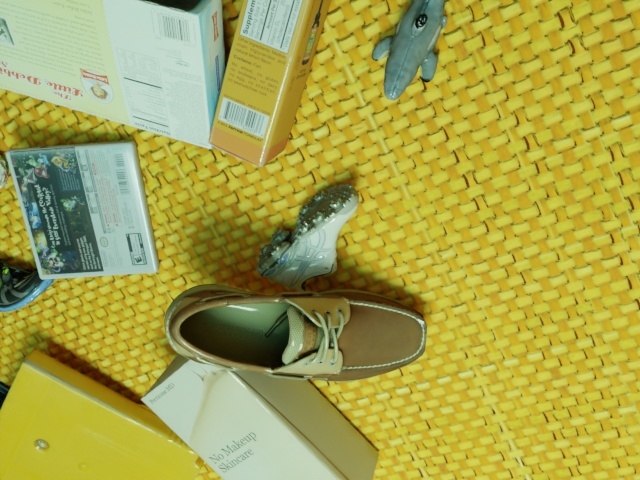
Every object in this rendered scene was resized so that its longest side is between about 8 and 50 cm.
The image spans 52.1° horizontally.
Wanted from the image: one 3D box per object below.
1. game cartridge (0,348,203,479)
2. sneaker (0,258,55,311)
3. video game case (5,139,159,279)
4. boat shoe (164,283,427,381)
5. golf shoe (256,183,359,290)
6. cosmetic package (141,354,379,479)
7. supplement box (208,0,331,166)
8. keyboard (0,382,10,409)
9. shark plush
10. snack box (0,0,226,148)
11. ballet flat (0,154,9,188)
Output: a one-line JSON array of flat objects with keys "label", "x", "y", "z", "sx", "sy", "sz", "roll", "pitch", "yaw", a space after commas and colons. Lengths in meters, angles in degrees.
[{"label": "game cartridge", "x": -0.378, "y": 0.357, "z": 1.078, "sx": 0.323, "sy": 0.053, "sz": 0.285, "roll": 30, "pitch": 116, "yaw": -8}, {"label": "sneaker", "x": -0.480, "y": 0.063, "z": 0.987, "sx": 0.188, "sy": 0.067, "sz": 0.078, "roll": -10, "pitch": 113, "yaw": 22}, {"label": "video game case", "x": -0.323, "y": -0.039, "z": 0.901, "sx": 0.173, "sy": 0.022, "sz": 0.190, "roll": -4, "pitch": 113, "yaw": 4}, {"label": "boat shoe", "x": -0.027, "y": 0.119, "z": 0.792, "sx": 0.323, "sy": 0.120, "sz": 0.123, "roll": 2, "pitch": 89, "yaw": -9}, {"label": "golf shoe", "x": 0.000, "y": 0.000, "z": 0.828, "sx": 0.086, "sy": 0.069, "sz": 0.176, "roll": 36, "pitch": 125, "yaw": -21}, {"label": "cosmetic package", "x": -0.081, "y": 0.267, "z": 0.934, "sx": 0.309, "sy": 0.113, "sz": 0.160, "roll": 45, "pitch": 118, "yaw": -7}, {"label": "supplement box", "x": -0.054, "y": -0.207, "z": 0.734, "sx": 0.080, "sy": 0.078, "sz": 0.233, "roll": 26, "pitch": 117, "yaw": 8}, {"label": "keyboard", "x": -0.508, "y": 0.325, "z": 1.130, "sx": 0.192, "sy": 0.038, "sz": 0.100, "roll": 30, "pitch": 118, "yaw": 3}, {"label": "shark plush", "x": 0.112, "y": -0.224, "z": 0.681, "sx": 0.073, "sy": 0.067, "sz": 0.161, "roll": 36, "pitch": 118, "yaw": -1}, {"label": "snack box", "x": -0.267, "y": -0.231, "z": 0.757, "sx": 0.321, "sy": 0.060, "sz": 0.187, "roll": 17, "pitch": 143, "yaw": 9}, {"label": "ballet flat", "x": -0.561, "y": -0.093, "z": 0.936, "sx": 0.240, "sy": 0.077, "sz": 0.091, "roll": -5, "pitch": 113, "yaw": 19}]
